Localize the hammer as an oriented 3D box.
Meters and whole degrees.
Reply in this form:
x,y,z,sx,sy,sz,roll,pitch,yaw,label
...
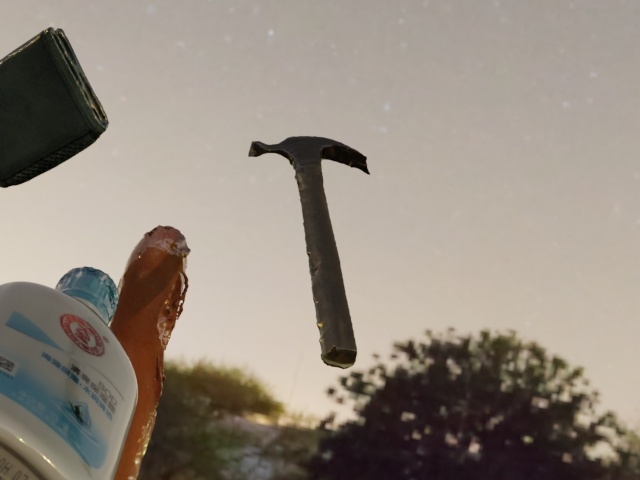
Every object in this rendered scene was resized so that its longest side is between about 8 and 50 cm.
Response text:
x,y,z,sx,sy,sz,roll,pitch,yaw,label
0.000,0.001,1.112,0.125,0.297,0.027,-2,-45,-6,hammer

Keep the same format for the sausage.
x,y,z,sx,sy,sz,roll,pitch,yaw,label
-0.208,0.140,1.292,0.079,0.326,0.087,13,3,-22,sausage

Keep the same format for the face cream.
x,y,z,sx,sy,sz,roll,pitch,yaw,label
-0.220,0.107,0.949,0.163,0.080,0.336,43,14,-13,face cream

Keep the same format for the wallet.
x,y,z,sx,sy,sz,roll,pitch,yaw,label
-0.215,-0.096,0.868,0.129,0.088,0.026,-22,8,36,wallet
